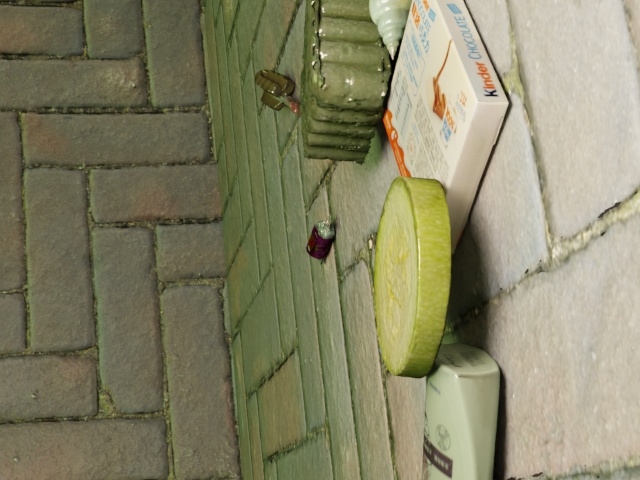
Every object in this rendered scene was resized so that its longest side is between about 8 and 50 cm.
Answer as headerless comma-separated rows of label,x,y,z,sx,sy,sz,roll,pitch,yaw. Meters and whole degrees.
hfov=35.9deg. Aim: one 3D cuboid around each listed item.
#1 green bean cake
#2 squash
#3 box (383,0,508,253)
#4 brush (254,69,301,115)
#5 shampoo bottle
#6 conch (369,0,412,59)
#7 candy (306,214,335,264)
green bean cake,0.033,-0.268,1.537,0.255,0.132,0.241,111,160,-69
squash,0.109,0.048,1.233,0.252,0.048,0.252,-176,90,-81
box,0.153,-0.168,1.286,0.265,0.048,0.273,102,162,-48
brush,-0.074,-0.317,2.219,0.301,0.071,0.084,-137,29,-59
shampoo bottle,0.171,0.318,1.225,0.134,0.078,0.360,-137,47,-69
conch,0.113,-0.334,1.390,0.065,0.088,0.180,-9,69,48
candy,0.000,0.000,1.969,0.175,0.043,0.045,109,145,-56
